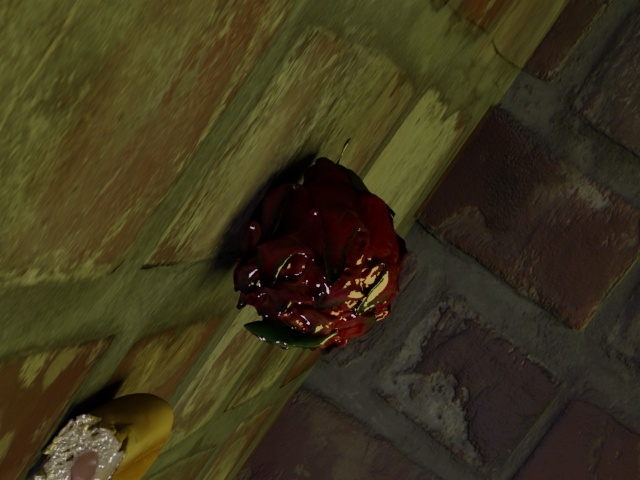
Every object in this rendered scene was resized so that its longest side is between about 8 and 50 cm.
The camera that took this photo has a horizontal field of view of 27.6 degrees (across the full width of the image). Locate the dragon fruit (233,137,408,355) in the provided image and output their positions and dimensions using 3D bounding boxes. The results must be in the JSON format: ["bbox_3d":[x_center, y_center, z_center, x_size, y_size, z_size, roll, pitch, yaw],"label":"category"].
[{"bbox_3d":[0.000,0.000,1.650,0.234,0.234,0.293,97,-1,-72],"label":"dragon fruit"}]

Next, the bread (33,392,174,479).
[{"bbox_3d":[-0.251,0.244,1.531,0.134,0.085,0.173,-60,168,13],"label":"bread"}]
